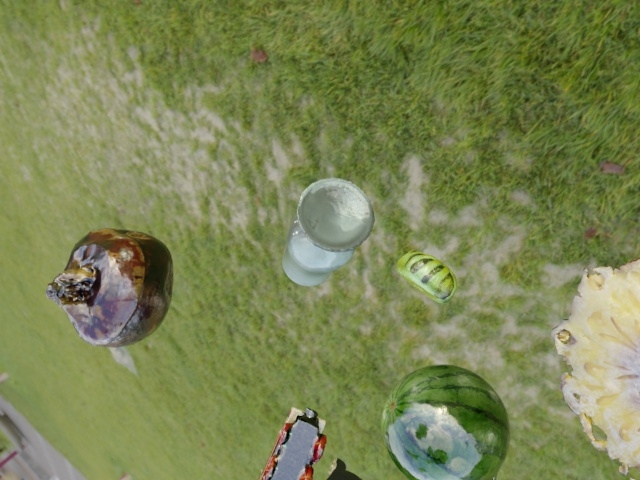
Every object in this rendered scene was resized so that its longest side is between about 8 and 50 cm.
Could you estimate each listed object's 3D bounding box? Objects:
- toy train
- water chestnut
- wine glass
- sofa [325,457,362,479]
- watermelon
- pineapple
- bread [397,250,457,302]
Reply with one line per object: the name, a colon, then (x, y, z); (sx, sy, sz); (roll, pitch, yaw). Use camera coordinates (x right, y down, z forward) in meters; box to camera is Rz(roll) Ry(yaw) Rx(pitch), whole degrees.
toy train: (-0.036, 0.246, 0.583); (0.050, 0.137, 0.087); (24, 170, -3)
water chestnut: (-0.381, 0.079, 0.981); (0.224, 0.238, 0.223); (-11, 74, 39)
wine glass: (0.000, 0.000, 0.787); (0.103, 0.103, 0.231); (46, 162, 5)
sofa: (0.034, 0.586, 1.018); (0.258, 0.200, 0.182); (37, 118, 16)
watermelon: (0.197, 0.284, 0.811); (0.215, 0.187, 0.188); (25, 147, -18)
pineapple: (0.427, 0.113, 0.550); (0.263, 0.272, 0.262); (2, 92, 51)
bread: (0.216, 0.069, 1.070); (0.130, 0.071, 0.139); (41, 178, 9)
